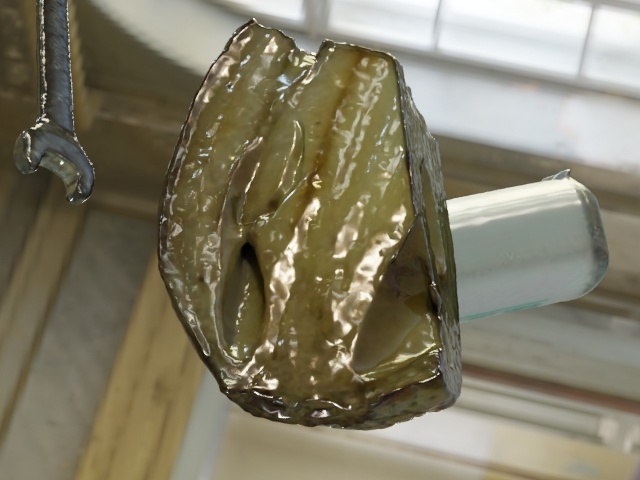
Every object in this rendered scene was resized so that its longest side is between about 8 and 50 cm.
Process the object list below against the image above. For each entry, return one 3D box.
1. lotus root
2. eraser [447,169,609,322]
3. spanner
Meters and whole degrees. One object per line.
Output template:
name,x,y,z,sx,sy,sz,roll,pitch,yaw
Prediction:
lotus root,0.003,0.003,1.185,0.142,0.210,0.314,79,-163,-54
eraser,0.063,0.025,1.370,0.189,0.290,0.104,169,89,-81
spanner,-0.167,-0.127,1.077,0.015,0.054,0.254,-41,42,36
